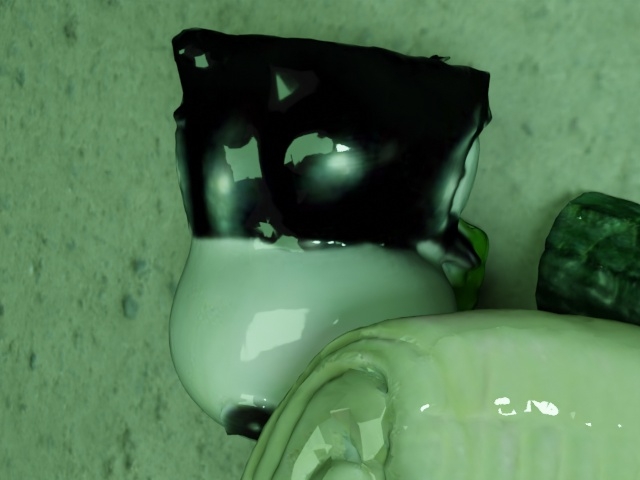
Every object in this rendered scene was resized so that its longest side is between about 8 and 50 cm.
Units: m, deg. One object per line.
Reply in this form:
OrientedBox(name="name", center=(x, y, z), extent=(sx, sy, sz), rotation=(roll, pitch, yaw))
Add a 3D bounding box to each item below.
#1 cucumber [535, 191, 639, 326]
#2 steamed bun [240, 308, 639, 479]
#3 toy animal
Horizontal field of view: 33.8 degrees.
OrientedBox(name="cucumber", center=(0.229, 0.056, 0.573), extent=(0.244, 0.063, 0.115), rotation=(19, 104, 39))
OrientedBox(name="steamed bun", center=(0.120, 0.220, 0.496), extent=(0.247, 0.352, 0.339), rotation=(113, 167, -72))
OrientedBox(name="toy animal", center=(0.009, 0.001, 0.684), extent=(0.213, 0.213, 0.266), rotation=(8, 99, 42))
